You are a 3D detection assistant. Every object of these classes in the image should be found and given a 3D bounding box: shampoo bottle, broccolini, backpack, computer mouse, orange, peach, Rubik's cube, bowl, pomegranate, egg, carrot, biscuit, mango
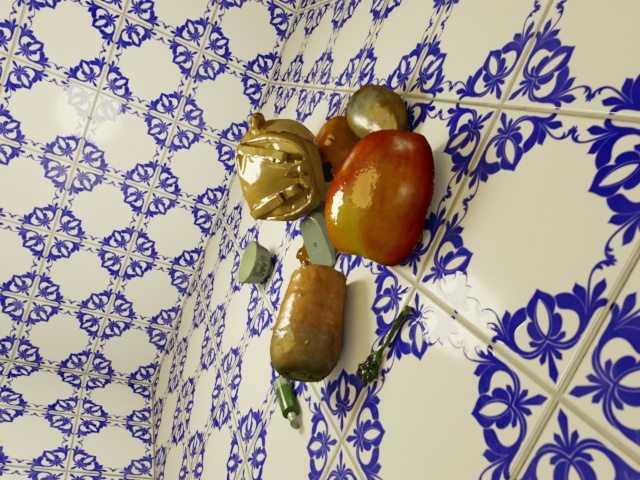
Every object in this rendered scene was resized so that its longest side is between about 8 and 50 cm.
[{"bbox_3d":[-0.112,0.559,1.689,0.065,0.065,0.204,-64,26,16],"label":"shampoo bottle"},{"bbox_3d":[0.165,0.279,1.315,0.071,0.057,0.254,32,110,21],"label":"broccolini"},{"bbox_3d":[-0.137,-0.228,1.796,0.378,0.201,0.353,7,116,37],"label":"backpack"},{"bbox_3d":[0.000,0.000,1.802,0.128,0.079,0.231,-23,81,50],"label":"computer mouse"},{"bbox_3d":[0.063,-0.348,1.825,0.224,0.170,0.224,-53,20,28],"label":"orange"},{"bbox_3d":[0.163,-0.132,1.389,0.306,0.242,0.380,-3,70,69],"label":"peach"},{"bbox_3d":[0.015,-0.098,1.865,0.075,0.084,0.073,-24,46,34],"label":"Rubik's cube"},{"bbox_3d":[-0.300,0.115,2.326,0.211,0.112,0.211,-46,34,45],"label":"bowl"},{"bbox_3d":[-0.188,-0.362,2.080,0.410,0.410,0.410,-44,36,45],"label":"pomegranate"},{"bbox_3d":[0.013,-0.195,1.888,0.152,0.114,0.114,-34,43,57],"label":"egg"},{"bbox_3d":[-0.035,0.263,1.543,0.224,0.224,0.340,-37,37,51],"label":"carrot"},{"bbox_3d":[-0.048,0.080,1.922,0.138,0.031,0.205,-60,27,25],"label":"biscuit"},{"bbox_3d":[0.194,-0.412,1.638,0.193,0.146,0.316,-64,35,24],"label":"mango"}]
